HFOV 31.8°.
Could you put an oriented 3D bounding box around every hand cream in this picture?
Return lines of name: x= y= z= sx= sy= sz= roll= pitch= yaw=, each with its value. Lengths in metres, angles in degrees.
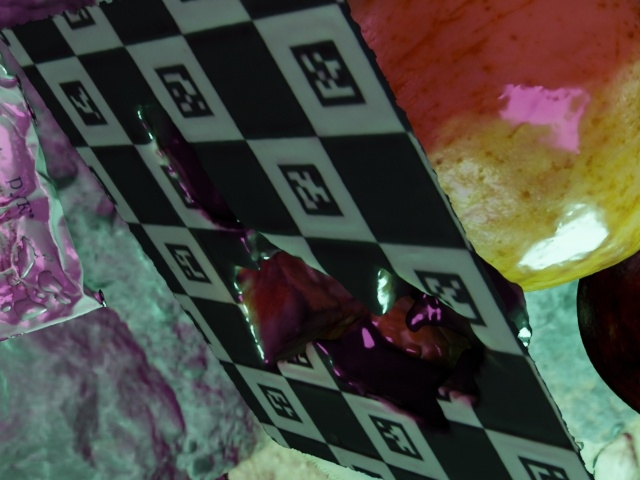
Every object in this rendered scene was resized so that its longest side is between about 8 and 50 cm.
hand cream: x=-0.217 y=-0.059 z=0.722 sx=0.084 sy=0.050 sz=0.256 roll=-17 pitch=111 yaw=-3

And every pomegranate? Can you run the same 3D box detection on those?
pomegranate: x=0.108 y=-0.081 z=0.690 sx=0.248 sy=0.248 sz=0.248 roll=-3 pitch=106 yaw=-11

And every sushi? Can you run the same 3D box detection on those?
sushi: x=0.000 y=0.000 z=0.646 sx=0.064 sy=0.343 sz=0.359 roll=-43 pitch=116 yaw=-26

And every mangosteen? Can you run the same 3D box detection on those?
mangosteen: x=0.279 y=0.049 z=0.774 sx=0.210 sy=0.210 sz=0.209 roll=-3 pitch=106 yaw=-11
